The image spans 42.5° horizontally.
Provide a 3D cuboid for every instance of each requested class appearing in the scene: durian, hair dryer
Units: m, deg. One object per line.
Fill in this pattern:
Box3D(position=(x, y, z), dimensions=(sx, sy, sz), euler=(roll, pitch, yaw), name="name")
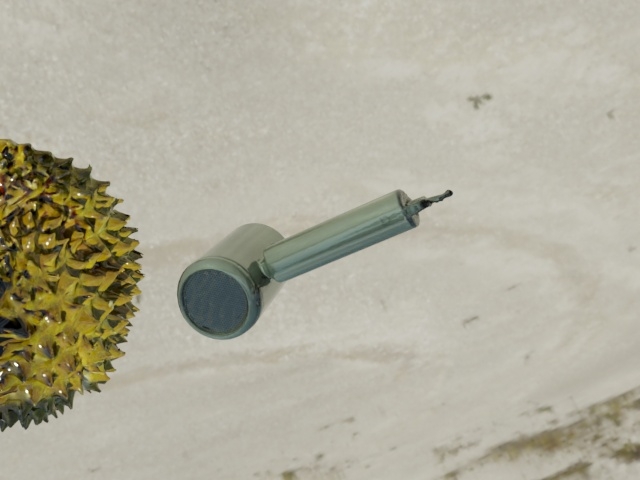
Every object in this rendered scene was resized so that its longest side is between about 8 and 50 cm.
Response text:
Box3D(position=(-0.225, 0.035, 0.558), dimensions=(0.193, 0.138, 0.237), euler=(-27, 123, 11), name="durian")
Box3D(position=(0.000, 0.000, 0.359), dimensions=(0.124, 0.038, 0.063), euler=(-24, -169, 20), name="hair dryer")
